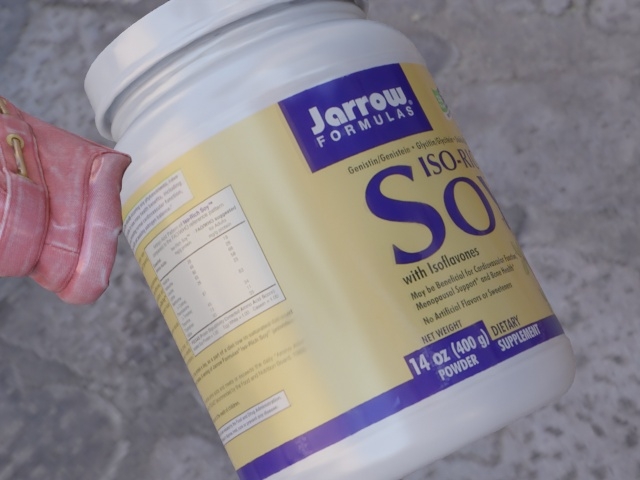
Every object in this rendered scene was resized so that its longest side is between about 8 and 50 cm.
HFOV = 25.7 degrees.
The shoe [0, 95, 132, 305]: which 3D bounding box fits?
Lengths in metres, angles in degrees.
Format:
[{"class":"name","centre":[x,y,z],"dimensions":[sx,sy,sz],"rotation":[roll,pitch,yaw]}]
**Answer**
[{"class":"shoe","centre":[-0.121,-0.023,0.523],"dimensions":[0.178,0.081,0.063],"rotation":[-131,59,-68]}]

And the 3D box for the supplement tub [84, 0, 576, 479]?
[{"class":"supplement tub","centre":[0.000,0.000,0.955],"dimensions":[0.241,0.241,0.331],"rotation":[-27,82,6]}]
